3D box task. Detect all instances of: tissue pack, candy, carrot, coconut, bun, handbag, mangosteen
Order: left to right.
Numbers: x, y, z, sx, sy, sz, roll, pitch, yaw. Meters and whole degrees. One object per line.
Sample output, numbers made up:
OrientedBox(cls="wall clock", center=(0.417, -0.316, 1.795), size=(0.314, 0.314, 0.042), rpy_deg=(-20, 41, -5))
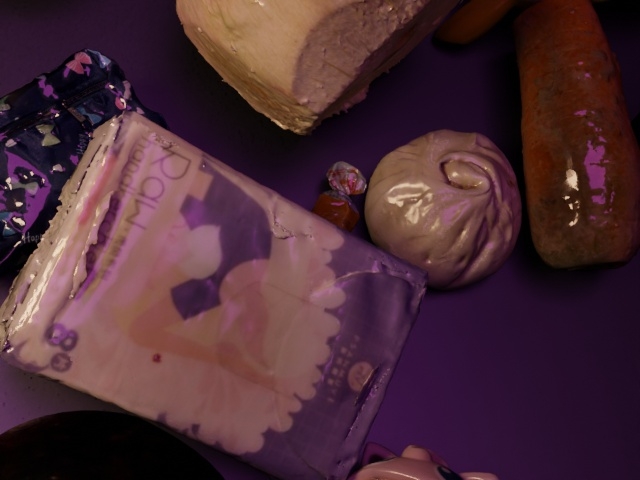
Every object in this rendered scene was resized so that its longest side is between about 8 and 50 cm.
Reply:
OrientedBox(cls="handbag", center=(-0.274, -0.075, 1.042), size=(0.260, 0.113, 0.162), rpy_deg=(-37, 92, -24))
OrientedBox(cls="mangosteen", center=(-0.203, 0.279, 0.864), size=(0.296, 0.313, 0.297), rpy_deg=(-8, 102, -45))
OrientedBox(cls="tissue pack", center=(-0.098, 0.064, 0.979), size=(0.343, 0.125, 0.242), rpy_deg=(28, 80, -17))
OrientedBox(cls="coconut", center=(-0.006, -0.280, 1.086), size=(0.254, 0.297, 0.297), rpy_deg=(45, 68, 2))
OrientedBox(cls="candy", center=(0.000, 0.000, 1.117), size=(0.053, 0.046, 0.182), rpy_deg=(25, 67, 6))
OrientedBox(cls="bun", center=(0.142, -0.039, 1.136), size=(0.183, 0.102, 0.184), rpy_deg=(4, 74, -13))
OrientedBox(cls="carrot", center=(0.279, -0.115, 1.171), size=(0.138, 0.139, 0.302), rpy_deg=(-6, 77, -16))

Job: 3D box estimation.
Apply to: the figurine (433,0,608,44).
OrientedBox(cls="figurine", center=(0.289, -0.359, 1.243), size=(0.326, 0.169, 0.218), rpy_deg=(-12, 98, -23))

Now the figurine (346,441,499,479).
OrientedBox(cls="figurine", center=(0.064, 0.330, 0.960), size=(0.176, 0.186, 0.288), rpy_deg=(20, 84, 19))

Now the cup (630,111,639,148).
OrientedBox(cls="cup", center=(0.424, -0.097, 1.196), size=(0.176, 0.155, 0.131), rpy_deg=(40, 67, 0))
